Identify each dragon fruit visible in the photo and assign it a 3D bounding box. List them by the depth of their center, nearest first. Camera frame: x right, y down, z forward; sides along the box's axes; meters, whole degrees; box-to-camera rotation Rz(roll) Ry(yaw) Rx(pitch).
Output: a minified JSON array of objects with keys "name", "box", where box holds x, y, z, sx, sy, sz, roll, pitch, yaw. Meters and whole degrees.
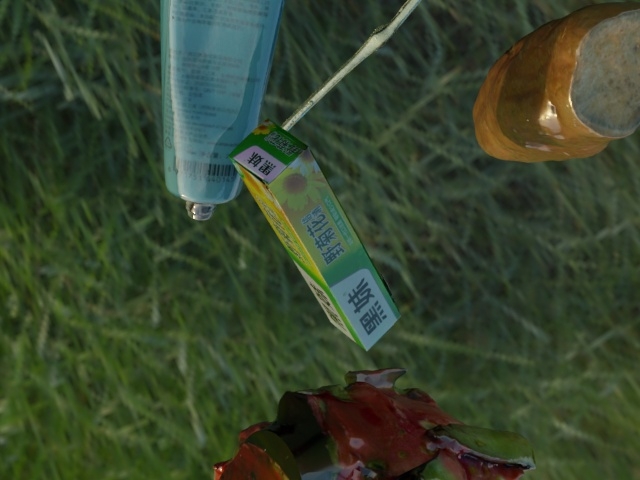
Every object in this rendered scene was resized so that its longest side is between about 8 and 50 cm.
[{"name":"dragon fruit","box":[0.039,0.146,0.836,0.172,0.160,0.166,-2,173,-34]}]

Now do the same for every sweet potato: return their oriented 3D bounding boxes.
[{"name":"sweet potato","box":[0.154,-0.094,1.047,0.097,0.097,0.251,-15,175,-17]}]

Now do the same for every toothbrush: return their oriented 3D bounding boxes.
[{"name":"toothbrush","box":[0.034,-0.170,1.451,0.028,0.026,0.294,38,126,-6]}]

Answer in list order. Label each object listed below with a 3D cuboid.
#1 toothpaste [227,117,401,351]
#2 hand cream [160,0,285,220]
[{"name":"toothpaste","box":[0.000,0.000,0.964,0.037,0.043,0.178,-45,140,-13]},{"name":"hand cream","box":[-0.066,-0.113,0.979,0.083,0.048,0.224,10,120,1]}]
